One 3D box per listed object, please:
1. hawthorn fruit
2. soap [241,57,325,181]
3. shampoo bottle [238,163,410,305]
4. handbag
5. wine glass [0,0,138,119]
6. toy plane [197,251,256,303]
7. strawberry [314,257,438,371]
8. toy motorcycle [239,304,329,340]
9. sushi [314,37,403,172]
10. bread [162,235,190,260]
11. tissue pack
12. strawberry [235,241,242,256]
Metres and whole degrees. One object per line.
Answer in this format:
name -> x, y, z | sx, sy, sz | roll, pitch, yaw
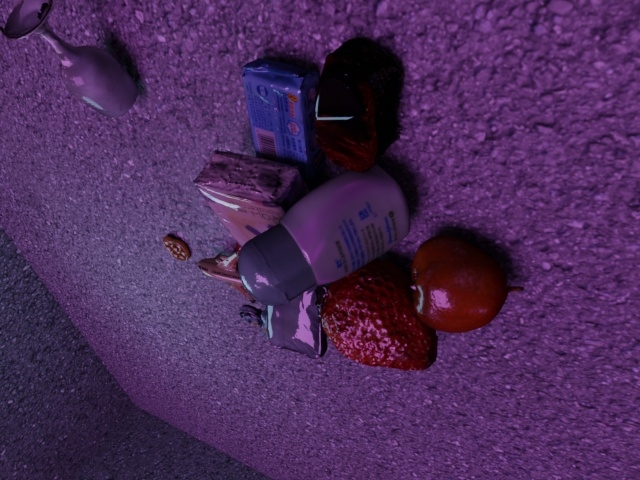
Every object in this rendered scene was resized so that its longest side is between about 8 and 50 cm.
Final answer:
hawthorn fruit -> 0.294, 0.092, 1.132 | 0.226, 0.196, 0.196 | 4, 136, 7
soap -> -0.073, -0.244, 1.167 | 0.156, 0.077, 0.293 | 22, 142, 22
shampoo bottle -> 0.000, 0.000, 1.115 | 0.151, 0.350, 0.221 | 50, 167, 37
handbag -> -0.068, 0.161, 1.521 | 0.192, 0.075, 0.332 | 11, 113, 28
wine glass -> -0.558, -0.414, 1.288 | 0.143, 0.143, 0.321 | 19, 163, 27
toy plane -> -0.260, 0.097, 1.692 | 0.244, 0.092, 0.229 | 22, 143, 23
strawberry -> 0.148, 0.180, 1.282 | 0.288, 0.250, 0.238 | 35, 112, 44
toy motorcycle -> -0.103, 0.266, 1.718 | 0.297, 0.109, 0.198 | -4, 138, 36
sushi -> 0.066, -0.240, 1.012 | 0.136, 0.126, 0.225 | 20, 146, 24
bread -> -0.480, 0.026, 1.872 | 0.110, 0.024, 0.110 | 25, 143, 20
tissue pack -> -0.113, -0.050, 1.301 | 0.243, 0.125, 0.343 | 17, 156, 28
strawberry -> -0.194, 0.014, 1.556 | 0.083, 0.083, 0.096 | 4, 121, 40
